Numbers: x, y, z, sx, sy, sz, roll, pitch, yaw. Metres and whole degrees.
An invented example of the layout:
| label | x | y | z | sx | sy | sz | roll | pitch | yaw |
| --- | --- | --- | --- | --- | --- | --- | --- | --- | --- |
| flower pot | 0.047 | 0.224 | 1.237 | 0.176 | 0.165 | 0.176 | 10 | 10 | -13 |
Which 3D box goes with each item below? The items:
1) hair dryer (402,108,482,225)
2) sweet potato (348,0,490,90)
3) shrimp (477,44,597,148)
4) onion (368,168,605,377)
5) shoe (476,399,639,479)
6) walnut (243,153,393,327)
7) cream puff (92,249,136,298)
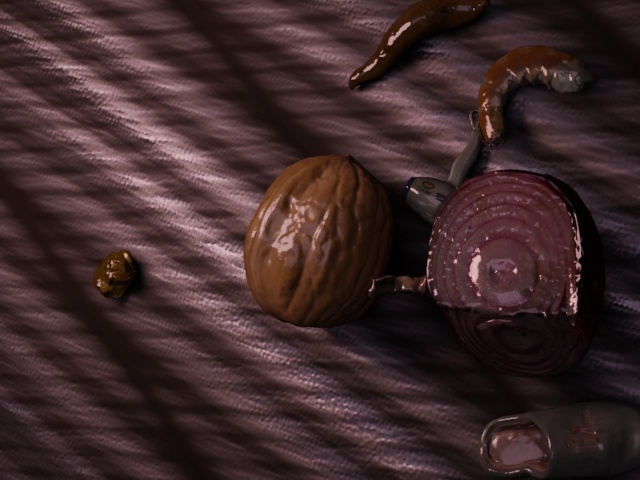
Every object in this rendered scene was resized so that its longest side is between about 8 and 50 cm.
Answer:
| label | x | y | z | sx | sy | sz | roll | pitch | yaw |
| --- | --- | --- | --- | --- | --- | --- | --- | --- | --- |
| hair dryer | 0.237 | -0.086 | 1.755 | 0.167 | 0.067 | 0.199 | 41 | 83 | 12 |
| sweet potato | 0.136 | -0.312 | 1.812 | 0.249 | 0.059 | 0.069 | -30 | 110 | 16 |
| shrimp | 0.301 | -0.201 | 1.728 | 0.161 | 0.049 | 0.166 | 18 | 80 | 26 |
| onion | 0.271 | 0.047 | 1.615 | 0.272 | 0.230 | 0.256 | 25 | 83 | 33 |
| shoe | 0.325 | 0.274 | 1.630 | 0.251 | 0.100 | 0.103 | -13 | 77 | 22 |
| walnut | 0.000 | 0.000 | 1.743 | 0.225 | 0.225 | 0.261 | 22 | 92 | 23 |
| cream puff | -0.328 | 0.054 | 1.941 | 0.058 | 0.083 | 0.083 | 31 | 80 | -18 |
